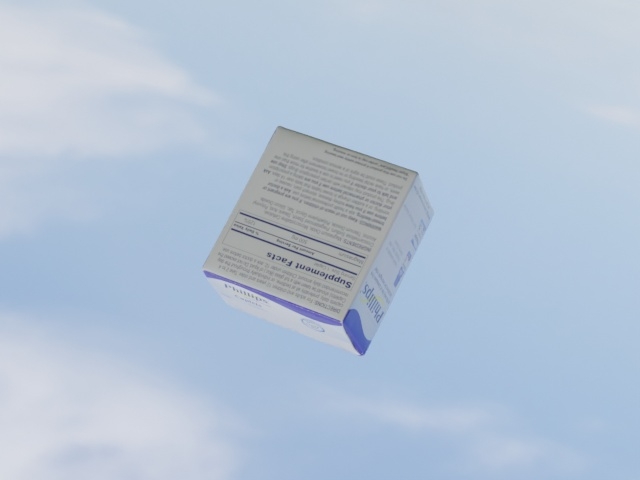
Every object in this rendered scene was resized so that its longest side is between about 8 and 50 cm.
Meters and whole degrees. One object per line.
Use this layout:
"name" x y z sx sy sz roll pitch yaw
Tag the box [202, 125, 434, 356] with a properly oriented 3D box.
"box" 0.000 0.000 1.492 0.126 0.137 0.072 20 161 23
